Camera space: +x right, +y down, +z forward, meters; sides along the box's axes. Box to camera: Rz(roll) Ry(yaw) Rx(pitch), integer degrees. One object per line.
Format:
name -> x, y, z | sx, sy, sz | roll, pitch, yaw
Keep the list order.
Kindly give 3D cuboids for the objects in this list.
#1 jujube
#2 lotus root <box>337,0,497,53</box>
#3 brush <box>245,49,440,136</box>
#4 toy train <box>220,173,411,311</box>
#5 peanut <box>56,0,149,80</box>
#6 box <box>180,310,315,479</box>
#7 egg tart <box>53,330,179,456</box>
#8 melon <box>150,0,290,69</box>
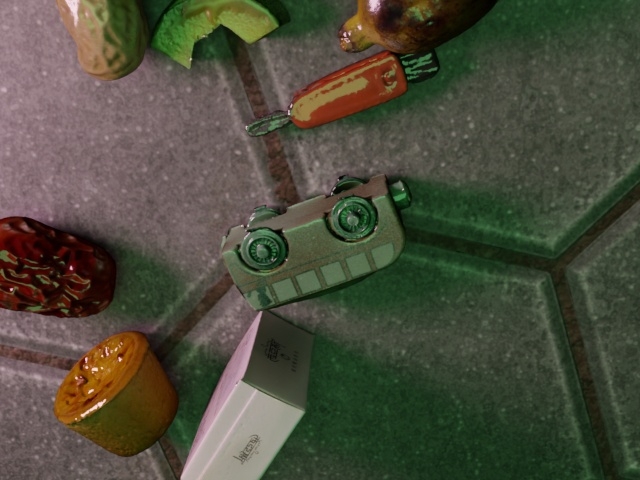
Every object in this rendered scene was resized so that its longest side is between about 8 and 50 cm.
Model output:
jujube -> -0.454, 0.048, 1.291 | 0.230, 0.155, 0.155 | 12, 109, -10
lotus root -> 0.158, -0.369, 1.132 | 0.314, 0.141, 0.169 | -37, 100, 14
brush -> 0.030, -0.233, 1.235 | 0.323, 0.051, 0.070 | -20, 114, 5
toy train -> 0.000, 0.000, 1.273 | 0.326, 0.129, 0.159 | -20, 113, 8
peanut -> -0.310, -0.397, 1.139 | 0.153, 0.140, 0.325 | -3, 112, -15
box -> -0.111, 0.265, 1.288 | 0.116, 0.274, 0.203 | 29, 106, -7
egg tart -> -0.338, 0.270, 1.350 | 0.203, 0.202, 0.147 | -33, 117, 12
melon -> -0.163, -0.335, 1.197 | 0.210, 0.064, 0.118 | -24, 112, 12
